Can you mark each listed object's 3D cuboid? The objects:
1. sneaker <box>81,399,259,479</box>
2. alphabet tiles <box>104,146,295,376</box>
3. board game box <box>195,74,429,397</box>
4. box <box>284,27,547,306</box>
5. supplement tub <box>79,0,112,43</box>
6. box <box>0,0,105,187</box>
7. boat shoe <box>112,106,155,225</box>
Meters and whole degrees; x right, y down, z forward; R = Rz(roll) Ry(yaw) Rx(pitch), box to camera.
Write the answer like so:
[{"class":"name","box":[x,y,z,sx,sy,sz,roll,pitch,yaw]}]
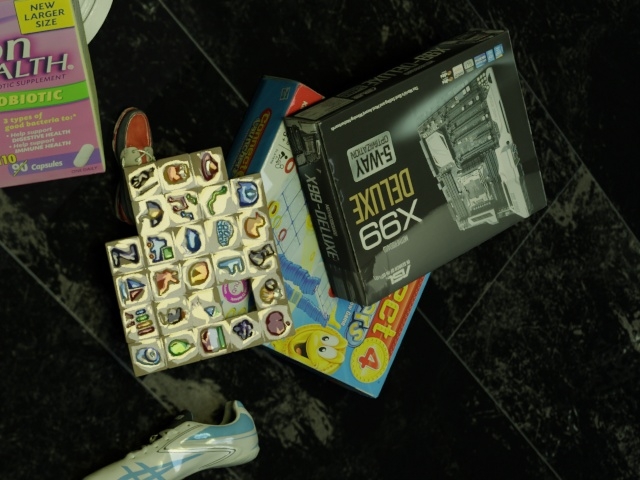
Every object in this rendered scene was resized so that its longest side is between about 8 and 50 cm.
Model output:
[{"class":"sneaker","box":[-0.186,0.256,2.028,0.237,0.085,0.086,-17,82,-29]},{"class":"alphabet tiles","box":[-0.146,0.019,1.954,0.198,0.009,0.237,-14,95,-17]},{"class":"board game box","box":[0.000,0.000,2.099,0.302,0.086,0.308,27,83,-35]},{"class":"box","box":[0.122,-0.094,2.066,0.307,0.076,0.242,-27,114,-29]},{"class":"supplement tub","box":[-0.330,-0.286,1.773,0.200,0.144,0.144,29,82,-36]},{"class":"box","box":[-0.340,-0.174,1.694,0.214,0.117,0.243,-9,136,-5]},{"class":"boat shoe","box":[-0.212,-0.085,1.958,0.049,0.043,0.137,-1,98,-33]}]
